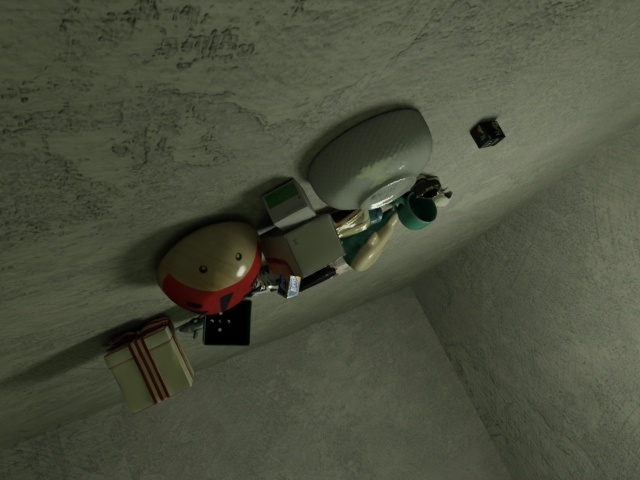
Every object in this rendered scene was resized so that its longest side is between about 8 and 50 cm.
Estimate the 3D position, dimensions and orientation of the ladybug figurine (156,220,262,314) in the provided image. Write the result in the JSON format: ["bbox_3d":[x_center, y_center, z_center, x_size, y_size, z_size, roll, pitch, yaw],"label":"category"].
[{"bbox_3d":[-0.294,0.096,1.602,0.304,0.162,0.449,-23,165,-16],"label":"ladybug figurine"}]

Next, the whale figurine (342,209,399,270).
[{"bbox_3d":[0.187,-0.015,2.183,0.272,0.141,0.216,-51,165,-2],"label":"whale figurine"}]

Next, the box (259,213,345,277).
[{"bbox_3d":[-0.060,0.014,1.611,0.148,0.127,0.232,-27,-169,-23],"label":"box"}]

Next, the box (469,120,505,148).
[{"bbox_3d":[0.509,-0.322,1.742,0.083,0.062,0.052,-15,163,-36],"label":"box"}]

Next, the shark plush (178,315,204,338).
[{"bbox_3d":[-0.494,0.337,2.317,0.161,0.073,0.067,-28,136,24],"label":"shark plush"}]

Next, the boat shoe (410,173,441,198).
[{"bbox_3d":[0.372,-0.177,1.994,0.081,0.069,0.227,-34,164,27],"label":"boat shoe"}]

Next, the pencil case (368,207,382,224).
[{"bbox_3d":[0.136,-0.074,1.950,0.151,0.065,0.070,-18,-158,-26],"label":"pencil case"}]

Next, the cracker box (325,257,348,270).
[{"bbox_3d":[0.133,0.075,2.460,0.232,0.067,0.156,-24,165,-9],"label":"cracker box"}]

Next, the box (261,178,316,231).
[{"bbox_3d":[-0.081,-0.089,1.476,0.101,0.087,0.102,-27,166,6],"label":"box"}]

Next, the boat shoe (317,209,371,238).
[{"bbox_3d":[0.017,-0.044,1.812,0.302,0.109,0.098,-23,126,-12],"label":"boat shoe"}]

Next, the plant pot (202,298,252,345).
[{"bbox_3d":[-0.362,0.304,2.138,0.165,0.166,0.234,4,172,-17],"label":"plant pot"}]

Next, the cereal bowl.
[{"bbox_3d":[0.144,-0.177,1.463,0.338,0.141,0.339,-25,166,-7],"label":"cereal bowl"}]

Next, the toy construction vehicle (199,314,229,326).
[{"bbox_3d":[-0.423,0.310,2.275,0.098,0.086,0.035,-23,172,-18],"label":"toy construction vehicle"}]

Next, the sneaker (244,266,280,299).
[{"bbox_3d":[-0.213,0.146,2.047,0.234,0.094,0.153,-18,175,7],"label":"sneaker"}]

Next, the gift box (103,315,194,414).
[{"bbox_3d":[-0.615,0.429,2.044,0.255,0.258,0.276,-25,-175,-14],"label":"gift box"}]

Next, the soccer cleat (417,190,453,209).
[{"bbox_3d":[0.435,-0.156,2.205,0.196,0.068,0.076,-14,146,-43],"label":"soccer cleat"}]

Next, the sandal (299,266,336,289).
[{"bbox_3d":[-0.043,0.133,2.331,0.167,0.107,0.446,-26,178,-8],"label":"sandal"}]

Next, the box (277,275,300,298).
[{"bbox_3d":[-0.105,0.117,2.028,0.059,0.054,0.169,-11,117,-47],"label":"box"}]

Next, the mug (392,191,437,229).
[{"bbox_3d":[0.334,-0.112,2.079,0.129,0.158,0.097,-46,-177,-38],"label":"mug"}]
